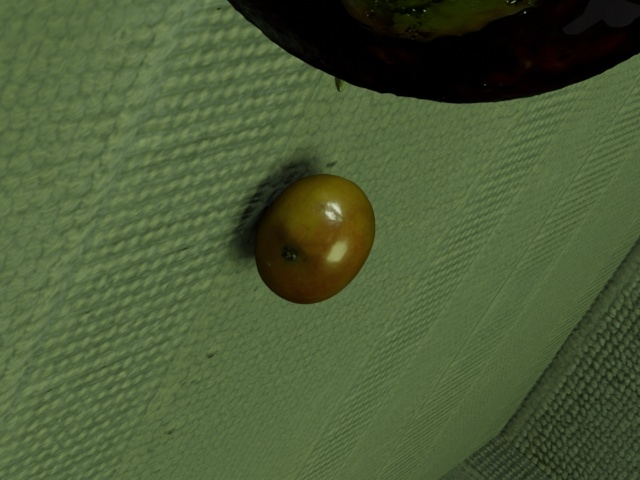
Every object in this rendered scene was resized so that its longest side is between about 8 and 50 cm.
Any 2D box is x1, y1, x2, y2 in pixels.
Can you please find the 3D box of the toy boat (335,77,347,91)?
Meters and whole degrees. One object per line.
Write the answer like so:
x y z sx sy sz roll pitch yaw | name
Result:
0.069 -0.212 1.407 0.172 0.066 0.065 -38 161 -29 | toy boat

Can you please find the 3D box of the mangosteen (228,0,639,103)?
0.054 -0.267 0.826 0.421 0.381 0.381 -5 136 -35 | mangosteen

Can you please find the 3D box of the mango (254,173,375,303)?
-0.004 0.004 1.570 0.151 0.120 0.221 -48 169 -8 | mango
